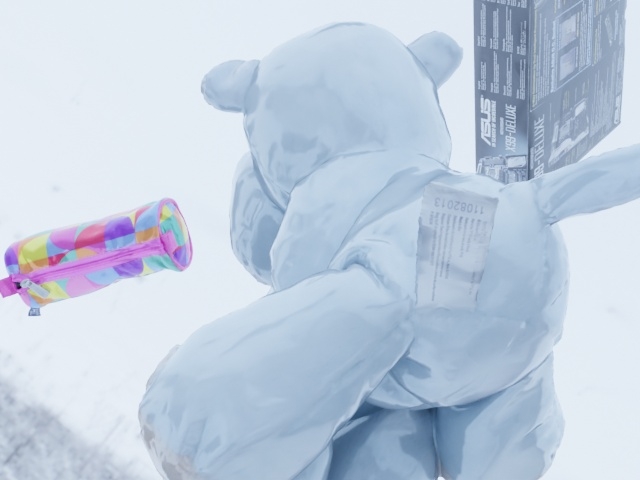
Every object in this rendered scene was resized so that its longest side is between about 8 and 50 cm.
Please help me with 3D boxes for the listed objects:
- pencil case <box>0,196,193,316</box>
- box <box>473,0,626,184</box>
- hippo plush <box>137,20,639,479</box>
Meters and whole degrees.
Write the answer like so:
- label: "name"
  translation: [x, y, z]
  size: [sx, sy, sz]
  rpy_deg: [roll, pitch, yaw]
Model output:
- label: "pencil case"
  translation: [-0.280, 0.020, 1.344]
  size: [0.236, 0.104, 0.104]
  rpy_deg: [-17, 137, 13]
- label: "box"
  translation: [0.271, -0.228, 1.243]
  size: [0.076, 0.242, 0.308]
  rpy_deg: [20, 132, 34]
- label: "hippo plush"
  translation: [0.000, 0.000, 0.550]
  size: [0.294, 0.234, 0.237]
  rpy_deg: [97, 154, -48]
